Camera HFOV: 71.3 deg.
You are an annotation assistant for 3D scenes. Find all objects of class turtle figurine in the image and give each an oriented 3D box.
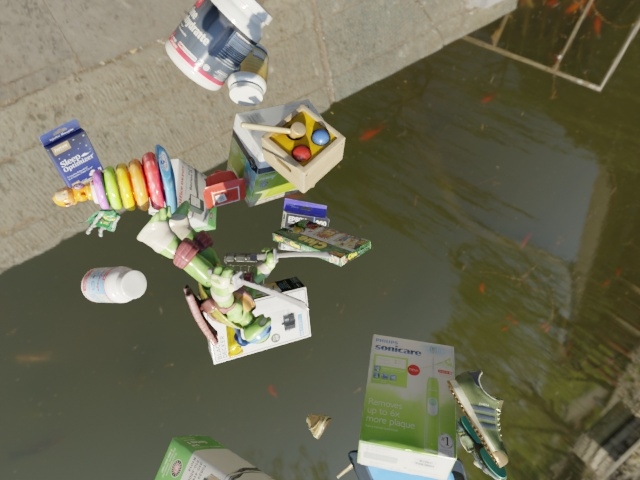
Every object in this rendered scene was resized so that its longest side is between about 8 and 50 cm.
[{"bbox_3d":[-0.139,0.027,0.739,0.274,0.266,0.198,-44,-175,43],"label":"turtle figurine"}]

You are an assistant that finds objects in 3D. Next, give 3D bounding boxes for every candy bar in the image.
[{"bbox_3d":[-0.208,0.193,1.058,0.040,0.162,0.018,-19,153,16],"label":"candy bar"}]

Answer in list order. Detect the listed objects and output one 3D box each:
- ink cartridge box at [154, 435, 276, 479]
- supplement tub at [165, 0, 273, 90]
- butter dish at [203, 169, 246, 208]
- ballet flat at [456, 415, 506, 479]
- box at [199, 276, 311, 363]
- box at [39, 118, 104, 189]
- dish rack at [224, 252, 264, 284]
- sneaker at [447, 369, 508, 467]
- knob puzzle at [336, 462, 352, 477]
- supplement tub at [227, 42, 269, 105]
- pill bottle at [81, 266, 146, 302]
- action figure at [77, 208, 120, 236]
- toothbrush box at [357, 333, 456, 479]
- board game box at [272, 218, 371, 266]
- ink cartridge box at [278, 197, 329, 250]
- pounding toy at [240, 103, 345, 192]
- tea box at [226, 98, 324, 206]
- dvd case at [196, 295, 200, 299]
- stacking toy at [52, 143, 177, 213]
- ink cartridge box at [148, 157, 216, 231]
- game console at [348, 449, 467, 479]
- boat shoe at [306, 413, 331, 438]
[{"bbox_3d":[-0.151,0.414,0.658,0.092,0.219,0.161,39,68,-54],"label":"ink cartridge box"},{"bbox_3d":[-0.285,-0.584,1.259,0.272,0.191,0.191,-43,140,17],"label":"supplement tub"},{"bbox_3d":[-0.371,-0.212,1.681,0.159,0.118,0.160,-18,160,-15],"label":"butter dish"},{"bbox_3d":[0.436,0.580,1.231,0.070,0.188,0.070,-13,134,-14],"label":"ballet flat"},{"bbox_3d":[-0.181,0.223,1.267,0.289,0.087,0.169,-11,111,-20],"label":"box"},{"bbox_3d":[-0.845,-0.289,1.529,0.136,0.036,0.225,-42,151,-29],"label":"box"},{"bbox_3d":[-0.359,0.197,2.120,0.208,0.074,0.272,2,90,-5],"label":"dish rack"},{"bbox_3d":[0.354,0.363,0.937,0.086,0.192,0.064,-29,161,-3],"label":"sneaker"},{"bbox_3d":[0.164,0.784,1.613,0.213,0.030,0.213,-31,152,-19],"label":"knob puzzle"},{"bbox_3d":[-0.270,-0.623,1.667,0.144,0.144,0.200,20,65,-45],"label":"supplement tub"},{"bbox_3d":[-0.495,0.106,1.075,0.087,0.160,0.087,11,77,-55],"label":"pill bottle"},{"bbox_3d":[-0.827,-0.073,1.704,0.137,0.064,0.232,12,155,-38],"label":"action figure"},{"bbox_3d":[0.208,0.386,1.064,0.206,0.283,0.122,8,132,9],"label":"toothbrush box"},{"bbox_3d":[0.000,0.000,1.271,0.136,0.259,0.031,-31,128,-41],"label":"board game box"},{"bbox_3d":[-0.064,-0.056,1.841,0.206,0.045,0.209,7,91,-30],"label":"ink cartridge box"},{"bbox_3d":[-0.050,-0.181,0.823,0.130,0.141,0.100,-44,166,-18],"label":"pounding toy"},{"bbox_3d":[-0.167,-0.345,1.775,0.328,0.220,0.324,-21,156,-30],"label":"tea box"},{"bbox_3d":[-0.329,0.209,1.470,0.164,0.221,0.018,19,72,-26],"label":"dvd case"},{"bbox_3d":[-0.545,-0.140,1.186,0.301,0.175,0.166,-12,149,-20],"label":"stacking toy"},{"bbox_3d":[-0.533,-0.171,1.761,0.121,0.211,0.289,-5,167,17],"label":"ink cartridge box"},{"bbox_3d":[0.221,0.670,1.107,0.292,0.251,0.173,-9,149,25],"label":"game console"},{"bbox_3d":[-0.015,0.588,1.430,0.068,0.072,0.190,-43,162,-31],"label":"boat shoe"}]
